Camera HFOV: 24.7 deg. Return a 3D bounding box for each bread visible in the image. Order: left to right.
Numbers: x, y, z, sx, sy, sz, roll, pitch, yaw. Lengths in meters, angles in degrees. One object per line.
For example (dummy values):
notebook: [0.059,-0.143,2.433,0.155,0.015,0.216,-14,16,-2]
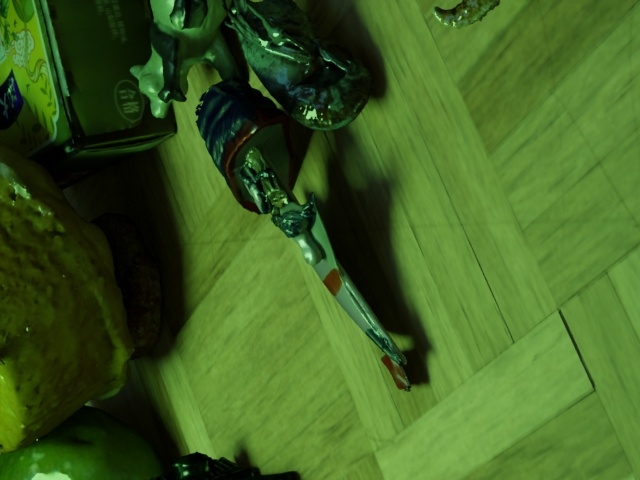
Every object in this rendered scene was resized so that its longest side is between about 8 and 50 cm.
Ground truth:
bread: [-0.390,0.060,1.682,0.398,0.215,0.398,28,141,26]
bread: [-0.252,0.059,1.779,0.193,0.064,0.193,19,113,55]

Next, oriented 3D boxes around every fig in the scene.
fig: [-0.282,0.298,1.820,0.233,0.314,0.233,3,104,13]

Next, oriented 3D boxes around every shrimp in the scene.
shrimp: [-0.040,-0.183,1.301,0.079,0.090,0.233,-44,62,6]

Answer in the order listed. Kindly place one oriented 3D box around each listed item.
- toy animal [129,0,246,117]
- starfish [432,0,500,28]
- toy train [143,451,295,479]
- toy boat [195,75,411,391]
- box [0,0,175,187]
toy animal: [-0.130,-0.218,1.448,0.121,0.094,0.225,53,141,39]
starfish: [0.117,-0.271,1.049,0.216,0.071,0.238,17,104,63]
toy train: [-0.086,0.384,1.539,0.178,0.138,0.330,-19,84,55]
toy boat: [-0.011,-0.010,1.335,0.318,0.072,0.219,57,172,-10]
box: [-0.344,-0.276,1.745,0.373,0.138,0.420,-16,86,59]
